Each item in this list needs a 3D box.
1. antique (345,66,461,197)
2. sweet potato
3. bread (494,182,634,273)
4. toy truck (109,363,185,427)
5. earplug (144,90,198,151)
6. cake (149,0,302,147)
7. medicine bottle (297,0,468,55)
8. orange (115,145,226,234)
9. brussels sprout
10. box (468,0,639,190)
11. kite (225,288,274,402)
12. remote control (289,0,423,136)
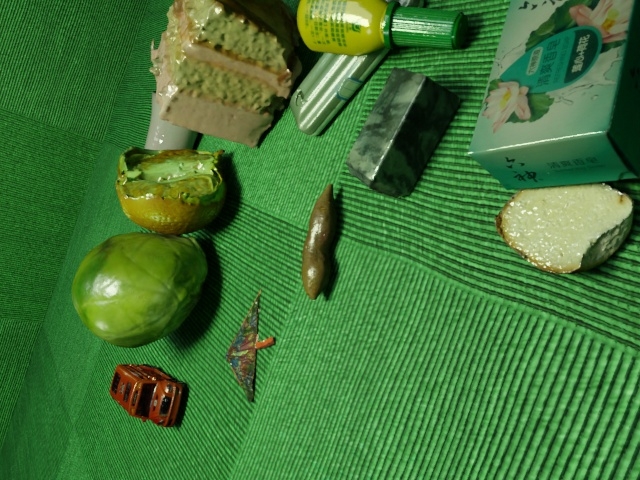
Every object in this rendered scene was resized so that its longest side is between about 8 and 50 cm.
[{"bbox_3d":[0.123,-0.163,0.779,0.182,0.088,0.086,-62,37,13],"label":"antique"},{"bbox_3d":[-0.002,0.001,0.902,0.065,0.051,0.218,-13,66,53],"label":"sweet potato"},{"bbox_3d":[0.279,-0.024,0.567,0.126,0.044,0.129,-49,38,17],"label":"bread"},{"bbox_3d":[-0.440,0.383,1.249,0.253,0.114,0.107,1,76,53],"label":"toy truck"},{"bbox_3d":[-0.468,-0.283,1.522,0.172,0.173,0.301,39,112,51],"label":"earplug"},{"bbox_3d":[-0.213,-0.426,1.148,0.306,0.293,0.314,-51,38,34],"label":"cake"},{"bbox_3d":[0.093,-0.362,0.835,0.309,0.076,0.111,21,133,32],"label":"medicine bottle"},{"bbox_3d":[-0.380,-0.133,1.263,0.196,0.263,0.334,-66,34,35],"label":"orange"},{"bbox_3d":[-0.428,0.116,1.215,0.344,0.344,0.267,22,117,53],"label":"brussels sprout"},{"bbox_3d":[0.279,-0.187,0.557,0.153,0.092,0.244,-2,65,52],"label":"box"},{"bbox_3d":[-0.152,0.220,1.037,0.189,0.009,0.232,-25,57,44],"label":"kite"},{"bbox_3d":[0.053,-0.357,0.963,0.335,0.066,0.127,-45,43,30],"label":"remote control"}]
